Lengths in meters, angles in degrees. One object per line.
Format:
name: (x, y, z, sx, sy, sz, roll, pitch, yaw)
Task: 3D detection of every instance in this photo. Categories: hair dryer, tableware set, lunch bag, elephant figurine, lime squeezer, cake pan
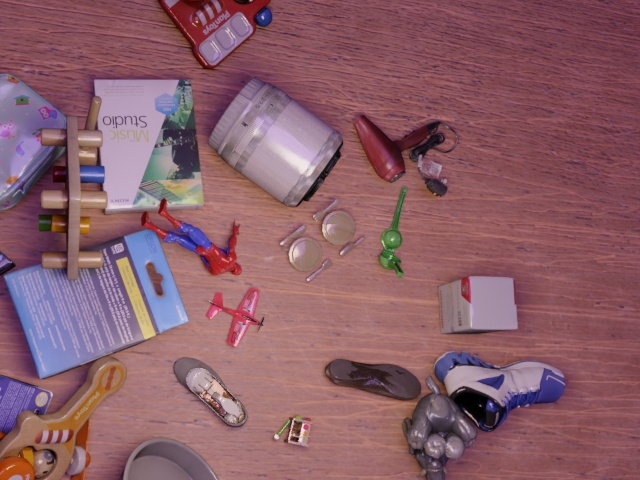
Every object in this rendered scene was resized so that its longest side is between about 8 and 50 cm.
hair dryer: (0.213, -0.244, 1.903, 0.294, 0.080, 0.223, 23, 58, -14)
tableware set: (0.000, 0.000, 1.805, 0.194, 0.039, 0.128, -38, 101, -12)
lunch bag: (-0.716, -0.213, 1.633, 0.224, 0.108, 0.279, 38, 73, -6)
elephant figurine: (0.263, 0.477, 1.717, 0.169, 0.239, 0.186, 32, 61, 17)
lime squeezer: (0.182, 0.001, 1.822, 0.059, 0.110, 0.310, 6, 46, 4)
cake pan: (-0.308, 0.558, 1.513, 0.054, 0.293, 0.293, -38, 90, 21)

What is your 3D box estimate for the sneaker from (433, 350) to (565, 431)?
sneaker: (0.436, 0.382, 1.748, 0.316, 0.127, 0.182, 8, 33, -7)

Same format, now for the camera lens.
camera lens: (-0.101, -0.229, 1.730, 0.274, 0.219, 0.219, 35, 73, -5)

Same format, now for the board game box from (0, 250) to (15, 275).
board game box: (-0.812, 0.028, 1.583, 0.194, 0.060, 0.194, -35, 89, -17)

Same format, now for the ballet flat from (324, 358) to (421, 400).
ballet flat: (0.126, 0.341, 1.763, 0.250, 0.058, 0.084, 13, 54, -17)

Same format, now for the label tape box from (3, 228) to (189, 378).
label tape box: (-0.494, 0.138, 1.617, 0.334, 0.106, 0.240, -19, 83, -18)

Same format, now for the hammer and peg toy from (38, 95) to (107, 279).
hammer and peg toy: (-0.532, -0.132, 1.539, 0.127, 0.266, 0.361, 0, 49, -21)

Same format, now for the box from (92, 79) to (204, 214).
box: (-0.412, -0.227, 1.730, 0.232, 0.058, 0.321, -5, 82, -19)

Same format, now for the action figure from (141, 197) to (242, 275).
action figure: (-0.282, -0.018, 1.690, 0.280, 0.091, 0.139, 42, 30, -35)

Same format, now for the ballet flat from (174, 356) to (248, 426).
ballet flat: (-0.246, 0.344, 1.657, 0.213, 0.068, 0.072, 44, 72, -2)

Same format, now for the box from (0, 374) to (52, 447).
box: (-0.709, 0.355, 1.555, 0.225, 0.036, 0.136, 21, 75, -9)

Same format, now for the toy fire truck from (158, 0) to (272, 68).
toy fire truck: (-0.250, -0.613, 1.819, 0.302, 0.169, 0.254, -45, 116, -17)

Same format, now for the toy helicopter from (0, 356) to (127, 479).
toy helicopter: (-0.532, 0.404, 1.523, 0.355, 0.140, 0.235, -51, 135, -17)

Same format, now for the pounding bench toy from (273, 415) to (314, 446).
pounding bench toy: (-0.064, 0.441, 1.691, 0.083, 0.052, 0.065, 15, 76, -11)

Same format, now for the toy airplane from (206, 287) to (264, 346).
toy airplane: (-0.206, 0.175, 1.722, 0.151, 0.028, 0.151, 3, 77, -14)

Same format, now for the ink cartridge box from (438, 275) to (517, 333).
ink cartridge box: (0.386, 0.164, 1.795, 0.127, 0.176, 0.128, 2, 79, -16)
